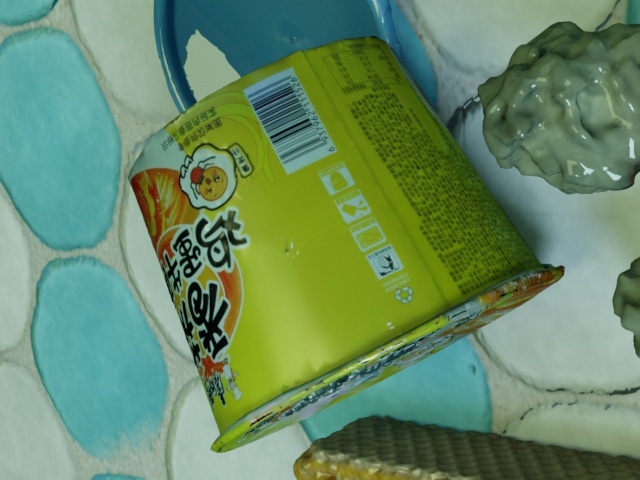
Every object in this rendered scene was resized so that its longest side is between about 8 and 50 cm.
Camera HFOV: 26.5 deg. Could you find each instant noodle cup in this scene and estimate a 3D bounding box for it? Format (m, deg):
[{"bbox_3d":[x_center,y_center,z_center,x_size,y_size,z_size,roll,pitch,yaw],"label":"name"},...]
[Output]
[{"bbox_3d":[0.000,0.000,0.917,0.264,0.264,0.200,-37,77,44],"label":"instant noodle cup"}]

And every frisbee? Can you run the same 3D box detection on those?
[{"bbox_3d":[-0.032,-0.152,1.059,0.242,0.045,0.242,17,119,32],"label":"frisbee"}]

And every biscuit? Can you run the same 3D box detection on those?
[{"bbox_3d":[0.138,0.180,0.957,0.379,0.094,0.054,2,104,45],"label":"biscuit"}]

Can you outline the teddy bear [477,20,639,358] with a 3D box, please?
[{"bbox_3d":[0.279,0.037,0.698,0.357,0.224,0.367,0,104,59],"label":"teddy bear"}]
